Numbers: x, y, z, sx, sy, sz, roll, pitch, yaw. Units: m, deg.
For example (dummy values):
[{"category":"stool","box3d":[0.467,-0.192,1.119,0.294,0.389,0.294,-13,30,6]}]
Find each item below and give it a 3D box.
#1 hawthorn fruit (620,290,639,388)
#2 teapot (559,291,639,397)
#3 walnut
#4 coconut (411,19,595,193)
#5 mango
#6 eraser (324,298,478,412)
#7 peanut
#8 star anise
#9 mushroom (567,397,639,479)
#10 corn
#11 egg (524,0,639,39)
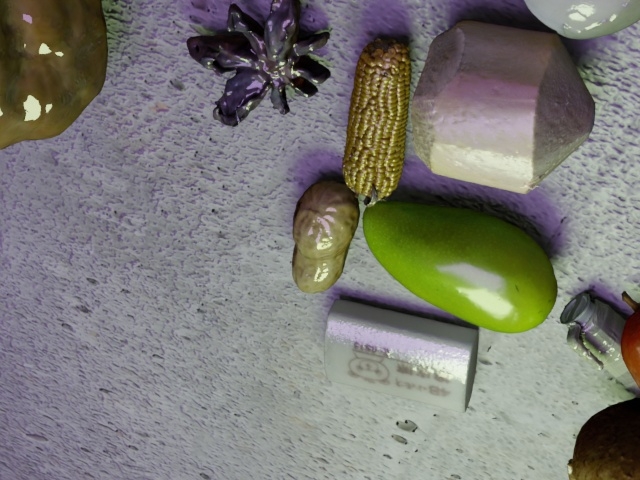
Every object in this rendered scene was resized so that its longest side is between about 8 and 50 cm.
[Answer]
[{"category":"hawthorn fruit","box3d":[0.566,0.161,1.958,0.225,0.196,0.196,44,138,16]},{"category":"teapot","box3d":[0.485,0.185,2.046,0.200,0.107,0.077,40,144,-13]},{"category":"walnut","box3d":[-0.503,-0.325,1.893,0.383,0.384,0.384,13,134,14]},{"category":"coconut","box3d":[0.265,-0.187,1.730,0.244,0.239,0.239,11,133,18]},{"category":"mango","box3d":[0.223,0.030,1.989,0.343,0.156,0.192,24,136,4]},{"category":"eraser","box3d":[0.146,0.211,2.236,0.270,0.095,0.174,11,131,14]},{"category":"peanut","box3d":[0.000,0.000,2.089,0.110,0.120,0.236,6,131,-10]},{"category":"star anise","box3d":[-0.094,-0.274,1.893,0.257,0.111,0.198,-21,119,30]},{"category":"mushroom","box3d":[0.561,0.419,2.064,0.331,0.334,0.356,22,123,-31]},{"category":"corn","box3d":[0.086,-0.185,1.898,0.106,0.106,0.293,13,133,13]},{"category":"egg","box3d":[0.364,-0.363,1.553,0.183,0.183,0.217,36,128,-9]}]
